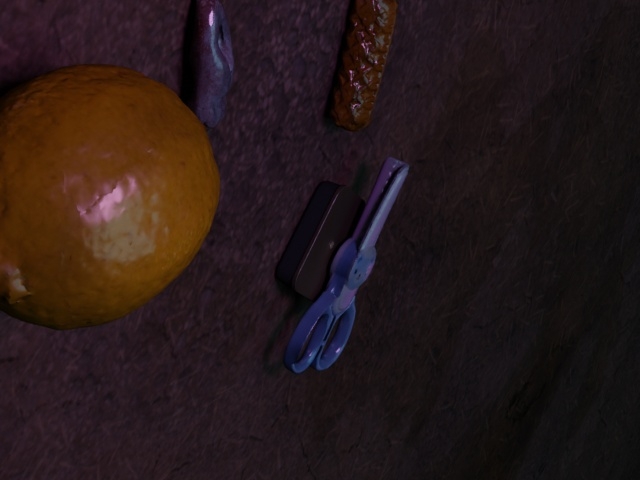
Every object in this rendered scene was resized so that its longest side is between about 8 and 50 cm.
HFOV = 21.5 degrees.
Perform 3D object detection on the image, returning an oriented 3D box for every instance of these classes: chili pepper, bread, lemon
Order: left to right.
[{"bbox_3d":[-0.176,-0.033,1.237,0.256,0.188,0.188,-35,142,-43],"label":"lemon"},{"bbox_3d":[-0.095,-0.153,1.470,0.050,0.041,0.153,-107,-158,-56],"label":"chili pepper"},{"bbox_3d":[0.044,-0.184,1.718,0.052,0.044,0.157,-19,129,-51],"label":"bread"}]

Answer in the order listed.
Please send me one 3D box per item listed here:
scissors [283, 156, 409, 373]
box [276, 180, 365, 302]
[{"bbox_3d":[0.033,0.028,1.837,0.125,0.030,0.256,-2,117,-65],"label":"scissors"},{"bbox_3d":[0.000,0.000,1.820,0.126,0.031,0.091,-64,156,-3],"label":"box"}]
